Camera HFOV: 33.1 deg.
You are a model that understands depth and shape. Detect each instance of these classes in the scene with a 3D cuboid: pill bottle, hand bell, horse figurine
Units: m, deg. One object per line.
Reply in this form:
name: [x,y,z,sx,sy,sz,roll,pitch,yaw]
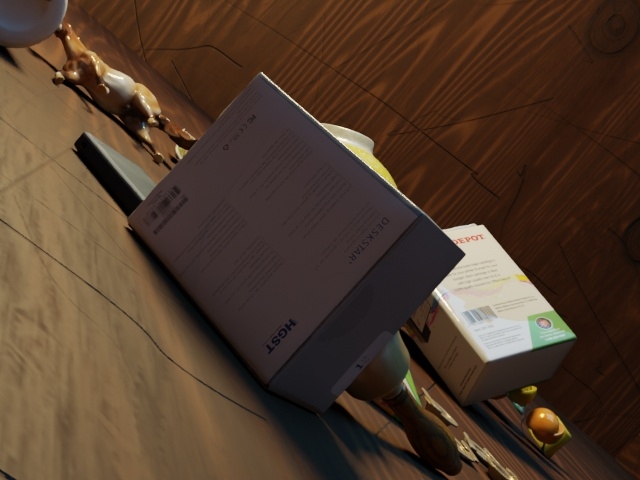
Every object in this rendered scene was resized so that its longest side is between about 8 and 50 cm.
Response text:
pill bottle: [-0.391,-0.323,1.325,0.121,0.121,0.221,38,5,-36]
hand bell: [0.073,0.145,1.004,0.242,0.126,0.126,53,-4,-35]
horse figurine: [-0.278,-0.199,1.485,0.263,0.066,0.174,37,12,-27]

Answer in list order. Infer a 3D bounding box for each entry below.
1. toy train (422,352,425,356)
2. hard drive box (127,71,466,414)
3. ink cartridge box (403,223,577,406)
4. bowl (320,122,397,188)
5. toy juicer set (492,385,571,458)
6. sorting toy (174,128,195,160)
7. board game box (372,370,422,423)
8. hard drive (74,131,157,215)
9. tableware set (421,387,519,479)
toy train: [0.235,0.221,1.977,0.166,0.046,0.125,38,8,-20]
hard drive box: [-0.027,-0.002,0.903,0.232,0.181,0.089,45,4,37]
ink cartridge box: [0.253,0.117,1.794,0.201,0.117,0.278,-10,49,-33]
bowl: [0.015,-0.108,1.840,0.289,0.156,0.289,16,-6,2]
toy juicer set: [0.342,0.260,2.022,0.329,0.089,0.209,57,6,17]
sorting toy: [-0.195,-0.123,1.633,0.083,0.045,0.075,41,11,-6]
board game box: [0.016,0.098,1.146,0.259,0.039,0.124,42,15,-24]
hard drive: [-0.180,-0.048,1.065,0.135,0.022,0.094,45,5,40]
tableware set: [0.184,0.250,1.318,0.168,0.020,0.141,40,4,-19]
